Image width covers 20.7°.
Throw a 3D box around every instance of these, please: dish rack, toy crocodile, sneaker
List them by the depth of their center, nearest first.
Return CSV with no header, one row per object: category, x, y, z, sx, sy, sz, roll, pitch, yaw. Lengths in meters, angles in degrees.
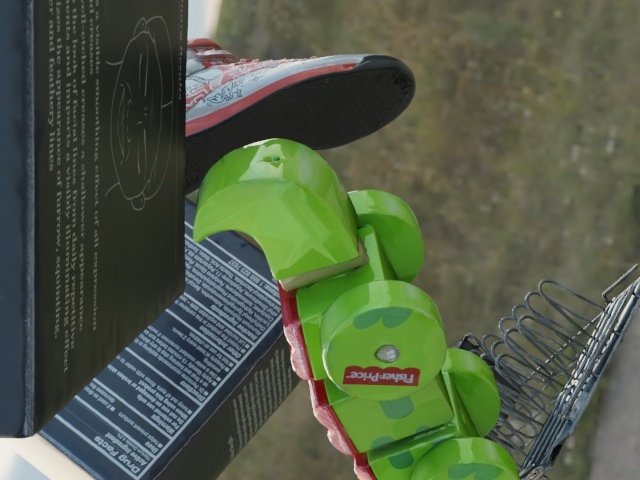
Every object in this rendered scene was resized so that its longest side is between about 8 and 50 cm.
toy crocodile,0.038,0.083,0.999,0.115,0.105,0.341,-99,-16,-53
dish rack,0.128,0.122,1.246,0.208,0.074,0.271,-58,3,-33
sneaker,-0.059,-0.138,1.550,0.090,0.270,0.145,66,-175,-45

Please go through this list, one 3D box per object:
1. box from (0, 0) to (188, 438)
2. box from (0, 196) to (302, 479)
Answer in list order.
box,-0.218,-0.076,1.066,0.395,0.211,0.294,-48,-40,-78
box,-0.203,0.113,1.834,0.294,0.296,0.183,-48,-19,-22
